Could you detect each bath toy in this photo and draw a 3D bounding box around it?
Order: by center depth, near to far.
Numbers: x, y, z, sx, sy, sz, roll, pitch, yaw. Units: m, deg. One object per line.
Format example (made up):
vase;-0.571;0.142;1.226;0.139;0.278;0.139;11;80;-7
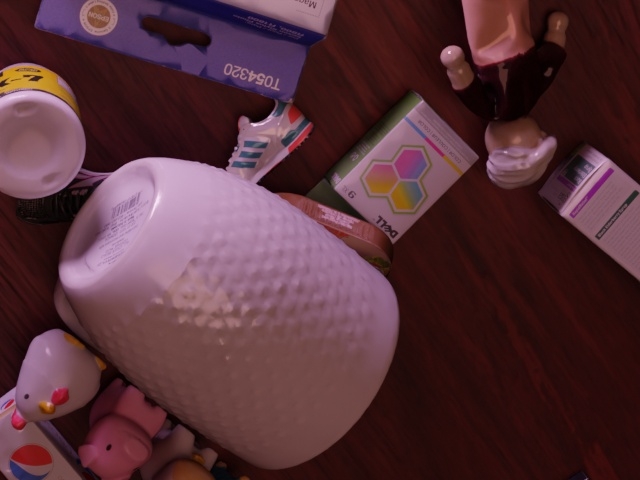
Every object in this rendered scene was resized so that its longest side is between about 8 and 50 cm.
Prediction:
bath toy;-0.236;0.252;1.881;0.348;0.151;0.129;43;77;-23

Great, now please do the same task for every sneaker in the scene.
sneaker;-0.272;-0.051;1.827;0.178;0.077;0.072;-9;109;-9
sneaker;-0.086;-0.109;1.867;0.161;0.057;0.075;-41;94;5

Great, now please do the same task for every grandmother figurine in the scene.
grandmother figurine;0.221;-0.227;1.861;0.208;0.104;0.342;-19;111;-24

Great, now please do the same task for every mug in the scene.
mug;-0.152;0.074;1.777;0.328;0.374;0.276;38;54;-32

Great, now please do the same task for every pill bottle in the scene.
pill bottle;-0.326;-0.129;1.721;0.119;0.208;0.119;-4;108;-11

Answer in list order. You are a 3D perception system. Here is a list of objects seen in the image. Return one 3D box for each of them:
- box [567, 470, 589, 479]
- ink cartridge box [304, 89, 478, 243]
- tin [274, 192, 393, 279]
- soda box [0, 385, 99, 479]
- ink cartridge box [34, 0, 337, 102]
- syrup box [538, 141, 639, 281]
box;0.354;0.412;2.131;0.116;0.029;0.162;-33;110;1
ink cartridge box;0.080;-0.071;1.902;0.209;0.062;0.109;-45;112;5
tin;0.000;0.000;1.890;0.190;0.040;0.106;22;146;-13
soda box;-0.340;0.289;1.927;0.074;0.069;0.216;-35;110;1
ink cartridge box;-0.125;-0.351;1.755;0.324;0.071;0.330;14;98;-16
syrup box;0.400;-0.014;1.970;0.237;0.093;0.096;39;97;-20
